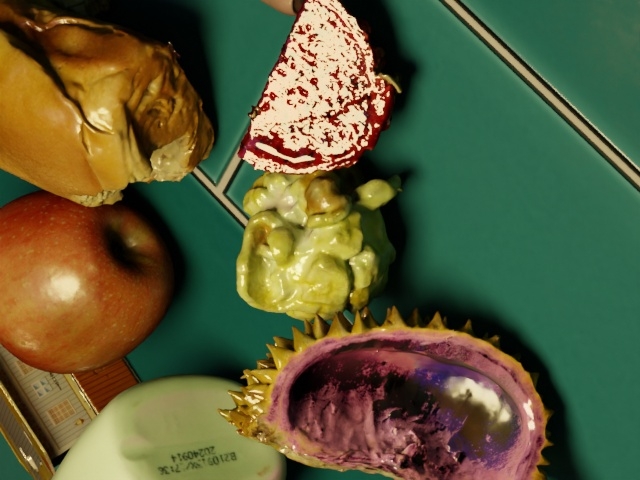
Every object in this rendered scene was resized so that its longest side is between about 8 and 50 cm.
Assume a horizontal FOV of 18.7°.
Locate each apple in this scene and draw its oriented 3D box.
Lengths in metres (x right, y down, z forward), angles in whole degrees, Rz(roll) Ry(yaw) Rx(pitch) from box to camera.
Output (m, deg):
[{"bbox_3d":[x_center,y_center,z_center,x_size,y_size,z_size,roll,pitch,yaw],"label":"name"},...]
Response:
[{"bbox_3d":[-0.233,0.033,1.809,0.168,0.181,0.181,-35,86,36],"label":"apple"}]

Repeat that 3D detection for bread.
[{"bbox_3d":[-0.268,-0.141,1.733,0.344,0.149,0.195,27,162,31],"label":"bread"}]

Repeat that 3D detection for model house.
[{"bbox_3d":[-0.270,0.127,1.946,0.219,0.136,0.207,57,164,8],"label":"model house"}]

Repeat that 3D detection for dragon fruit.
[{"bbox_3d":[0.012,-0.121,1.585,0.106,0.083,0.162,27,107,7],"label":"dragon fruit"}]

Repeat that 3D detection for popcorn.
[{"bbox_3d":[0.000,0.000,1.630,0.135,0.162,0.141,45,173,-31],"label":"popcorn"}]

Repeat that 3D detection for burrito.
[{"bbox_3d":[-0.265,-0.247,1.795,0.185,0.041,0.045,33,100,25],"label":"burrito"}]

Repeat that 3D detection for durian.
[{"bbox_3d":[0.052,0.138,1.617,0.260,0.154,0.186,20,163,-18],"label":"durian"}]

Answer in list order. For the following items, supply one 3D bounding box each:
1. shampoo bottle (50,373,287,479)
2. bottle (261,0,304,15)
[{"bbox_3d":[-0.174,0.273,1.853,0.151,0.222,0.349,63,143,25],"label":"shampoo bottle"},{"bbox_3d":[-0.061,-0.236,1.606,0.140,0.053,0.053,34,130,26],"label":"bottle"}]
